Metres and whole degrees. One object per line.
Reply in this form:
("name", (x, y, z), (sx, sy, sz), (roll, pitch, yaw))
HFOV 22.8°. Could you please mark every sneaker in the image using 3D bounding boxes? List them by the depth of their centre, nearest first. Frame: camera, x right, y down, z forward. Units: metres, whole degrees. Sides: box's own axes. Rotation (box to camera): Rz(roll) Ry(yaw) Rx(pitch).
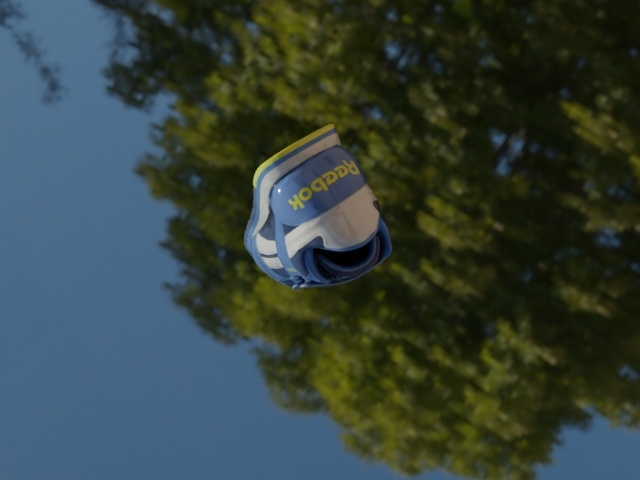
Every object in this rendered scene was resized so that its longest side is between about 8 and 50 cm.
("sneaker", (0.000, 0.000, 0.744), (0.059, 0.053, 0.144), (52, 169, 15))
